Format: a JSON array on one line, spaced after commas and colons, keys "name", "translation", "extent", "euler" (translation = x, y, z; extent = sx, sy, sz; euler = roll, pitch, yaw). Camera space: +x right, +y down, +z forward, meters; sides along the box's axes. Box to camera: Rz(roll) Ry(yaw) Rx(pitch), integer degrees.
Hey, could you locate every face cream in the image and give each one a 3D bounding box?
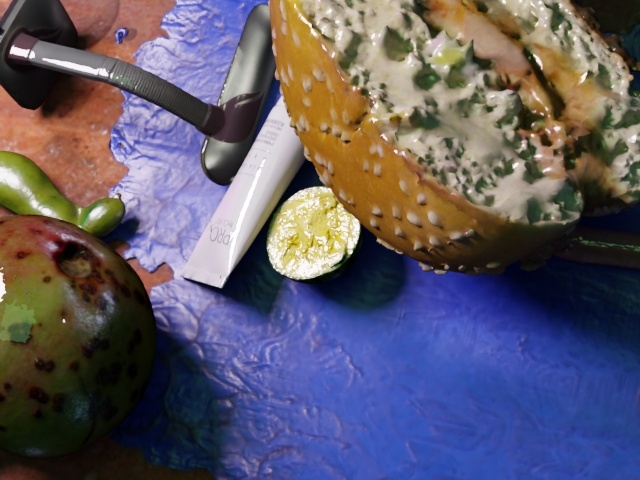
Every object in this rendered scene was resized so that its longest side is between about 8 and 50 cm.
[{"name": "face cream", "translation": [-0.063, -0.060, 1.879], "extent": [0.058, 0.092, 0.243], "euler": [36, 78, -28]}]

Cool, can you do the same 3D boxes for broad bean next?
[{"name": "broad bean", "translation": [-0.308, -0.051, 1.923], "extent": [0.214, 0.048, 0.070], "euler": [20, 79, 13]}]

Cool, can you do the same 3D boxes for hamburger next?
[{"name": "hamburger", "translation": [0.112, -0.121, 1.755], "extent": [0.268, 0.287, 0.445], "euler": [-28, 63, -25]}]

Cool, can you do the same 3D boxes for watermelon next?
[{"name": "watermelon", "translation": [0.000, 0.000, 1.849], "extent": [0.105, 0.062, 0.105], "euler": [-10, 65, 23]}]

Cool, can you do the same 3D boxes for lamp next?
[{"name": "lamp", "translation": [-0.187, -0.205, 1.914], "extent": [0.283, 0.124, 0.203], "euler": [20, 68, 12]}]

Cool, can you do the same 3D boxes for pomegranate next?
[{"name": "pomegranate", "translation": [-0.300, 0.128, 1.792], "extent": [0.242, 0.242, 0.306], "euler": [37, 103, 17]}]

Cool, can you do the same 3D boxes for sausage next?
[{"name": "sausage", "translation": [0.297, 0.005, 1.812], "extent": [0.186, 0.043, 0.043], "euler": [8, 75, 11]}]
